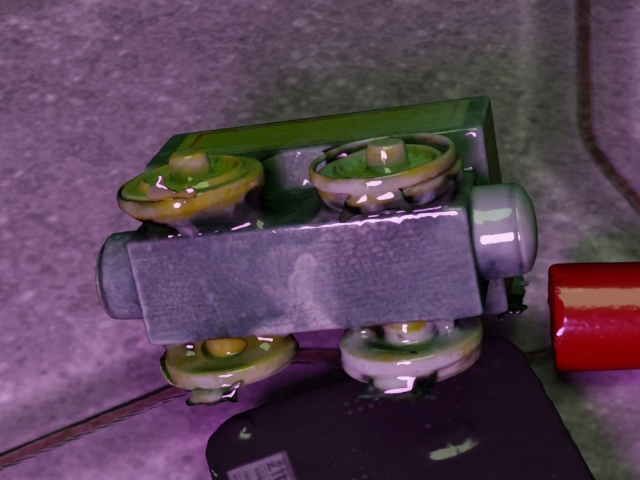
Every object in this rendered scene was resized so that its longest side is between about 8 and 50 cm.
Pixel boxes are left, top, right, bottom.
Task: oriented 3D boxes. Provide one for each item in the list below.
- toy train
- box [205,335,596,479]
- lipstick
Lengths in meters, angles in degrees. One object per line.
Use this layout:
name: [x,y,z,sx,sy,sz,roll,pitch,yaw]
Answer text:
toy train: [0.000,0.000,0.912,0.272,0.159,0.188,-6,19,14]
box: [0.077,0.214,0.810,0.211,0.058,0.350,-19,47,-8]
lipstick: [0.286,0.044,0.929,0.280,0.073,0.073,-2,47,6]
